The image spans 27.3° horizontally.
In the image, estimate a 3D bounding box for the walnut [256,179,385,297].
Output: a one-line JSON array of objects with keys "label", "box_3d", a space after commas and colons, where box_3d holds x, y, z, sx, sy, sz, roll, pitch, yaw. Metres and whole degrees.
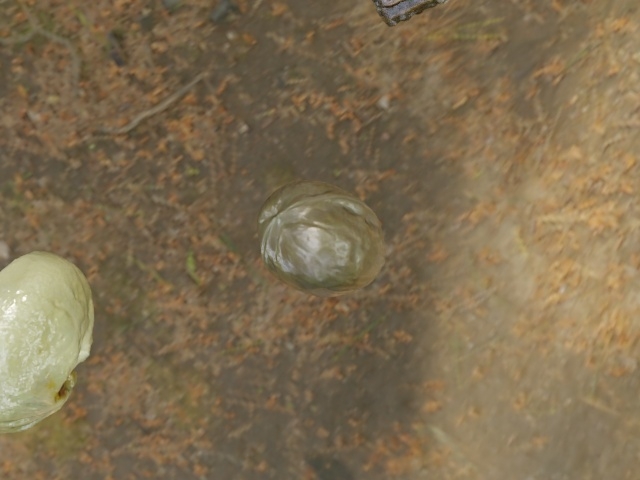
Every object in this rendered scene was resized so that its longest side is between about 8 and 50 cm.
[{"label": "walnut", "box_3d": [0.001, -0.001, 1.551, 0.140, 0.140, 0.162, -14, 147, 31]}]

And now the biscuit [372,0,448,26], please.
[{"label": "biscuit", "box_3d": [0.081, -0.355, 1.326, 0.107, 0.388, 0.073, -23, 127, 14]}]

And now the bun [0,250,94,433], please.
[{"label": "bun", "box_3d": [-0.315, 0.124, 1.459, 0.127, 0.222, 0.222, 27, 124, 14]}]
